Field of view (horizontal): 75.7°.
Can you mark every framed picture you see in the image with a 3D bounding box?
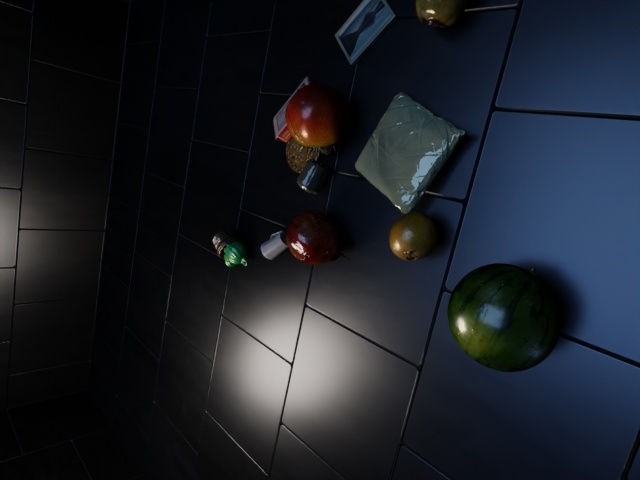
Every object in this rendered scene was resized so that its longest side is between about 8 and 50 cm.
[{"bbox_3d":[0.143,-0.698,1.345,0.203,0.015,0.150,-38,65,36],"label":"framed picture"}]

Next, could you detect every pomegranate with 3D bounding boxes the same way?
[{"bbox_3d":[-0.009,-0.396,1.361,0.210,0.210,0.235,19,125,41],"label":"pomegranate"}]

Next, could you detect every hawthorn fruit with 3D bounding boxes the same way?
[{"bbox_3d":[0.000,0.000,1.383,0.235,0.181,0.181,29,110,18],"label":"hawthorn fruit"}]

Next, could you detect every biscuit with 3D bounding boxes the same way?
[{"bbox_3d":[-0.060,-0.340,1.524,0.188,0.027,0.187,1,92,42],"label":"biscuit"}]

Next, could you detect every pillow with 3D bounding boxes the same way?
[{"bbox_3d":[0.249,-0.258,1.207,0.280,0.076,0.274,50,118,38],"label":"pillow"}]

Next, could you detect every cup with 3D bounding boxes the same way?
[{"bbox_3d":[-0.171,0.007,1.607,0.116,0.074,0.104,-34,39,34],"label":"cup"}]

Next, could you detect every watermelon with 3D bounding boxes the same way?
[{"bbox_3d":[0.415,0.172,0.941,0.242,0.242,0.242,0,90,43],"label":"watermelon"}]

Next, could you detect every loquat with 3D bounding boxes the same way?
[{"bbox_3d":[0.260,-0.011,1.150,0.141,0.141,0.141,0,90,43],"label":"loquat"}]

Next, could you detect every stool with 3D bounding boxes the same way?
[{"bbox_3d":[-0.024,-0.225,1.447,0.096,0.096,0.110,42,113,35],"label":"stool"}]

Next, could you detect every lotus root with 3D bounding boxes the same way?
[{"bbox_3d":[0.342,-0.702,1.078,0.154,0.154,0.278,33,107,38],"label":"lotus root"}]

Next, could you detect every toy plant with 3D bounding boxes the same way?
[{"bbox_3d":[-0.385,0.049,1.779,0.200,0.105,0.142,49,130,18],"label":"toy plant"}]

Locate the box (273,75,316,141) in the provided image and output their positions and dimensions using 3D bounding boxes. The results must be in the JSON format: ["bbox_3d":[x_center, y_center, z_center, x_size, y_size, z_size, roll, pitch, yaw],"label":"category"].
[{"bbox_3d":[-0.092,-0.478,1.518,0.229,0.050,0.122,-40,44,36],"label":"box"}]
